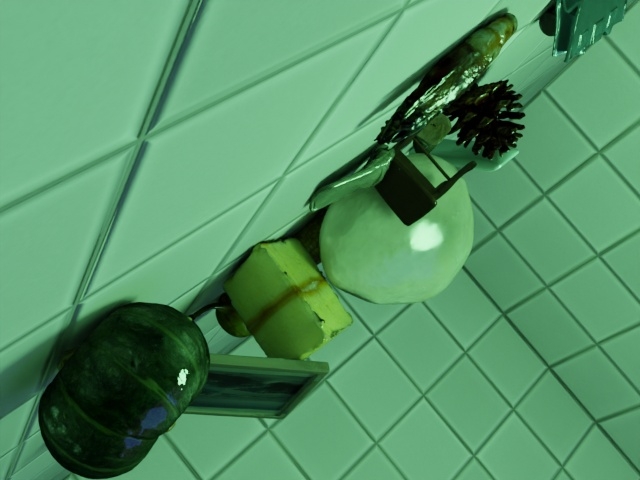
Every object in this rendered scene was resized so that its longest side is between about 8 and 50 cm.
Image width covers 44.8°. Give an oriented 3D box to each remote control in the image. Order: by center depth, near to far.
[{"bbox_3d":[0.369,-0.234,2.030,0.293,0.051,0.103,14,-141,44],"label":"remote control"}]

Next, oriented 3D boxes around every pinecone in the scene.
[{"bbox_3d":[0.402,-0.289,1.870,0.208,0.208,0.208,-39,174,-5],"label":"pinecone"}]

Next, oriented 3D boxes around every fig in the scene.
[{"bbox_3d":[-0.236,0.173,1.891,0.124,0.124,0.236,-42,150,23],"label":"fig"}]

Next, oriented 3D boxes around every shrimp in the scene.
[{"bbox_3d":[0.226,-0.284,1.427,0.365,0.071,0.233,-44,-179,-12],"label":"shrimp"}]

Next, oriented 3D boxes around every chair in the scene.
[{"bbox_3d":[0.154,-0.116,1.661,0.319,0.186,0.160,-40,180,-25],"label":"chair"}]

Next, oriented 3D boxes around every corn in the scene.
[{"bbox_3d":[-0.004,-0.003,1.914,0.313,0.102,0.102,-42,175,-11],"label":"corn"}]

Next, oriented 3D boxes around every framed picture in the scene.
[{"bbox_3d":[-0.241,0.319,1.696,0.446,0.028,0.326,7,148,-19],"label":"framed picture"}]

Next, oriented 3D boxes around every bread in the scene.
[{"bbox_3d":[-0.039,0.111,1.725,0.236,0.263,0.198,-30,174,-44],"label":"bread"}]

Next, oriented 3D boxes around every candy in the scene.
[{"bbox_3d":[0.190,-0.011,1.866,0.427,0.386,0.186,-10,-159,-26],"label":"candy"}]

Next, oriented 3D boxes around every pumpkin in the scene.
[{"bbox_3d":[-0.309,0.226,1.219,0.300,0.207,0.300,-54,178,-2],"label":"pumpkin"}]

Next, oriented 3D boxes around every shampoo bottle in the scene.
[{"bbox_3d":[0.585,-0.536,1.796,0.207,0.057,0.063,-36,173,-30],"label":"shampoo bottle"}]

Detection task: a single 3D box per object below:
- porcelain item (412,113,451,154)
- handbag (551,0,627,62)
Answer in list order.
[{"bbox_3d":[0.261,-0.246,1.886,0.081,0.069,0.216,-51,175,-7],"label":"porcelain item"},{"bbox_3d":[0.606,-0.511,1.729,0.229,0.062,0.179,-37,144,-24],"label":"handbag"}]
